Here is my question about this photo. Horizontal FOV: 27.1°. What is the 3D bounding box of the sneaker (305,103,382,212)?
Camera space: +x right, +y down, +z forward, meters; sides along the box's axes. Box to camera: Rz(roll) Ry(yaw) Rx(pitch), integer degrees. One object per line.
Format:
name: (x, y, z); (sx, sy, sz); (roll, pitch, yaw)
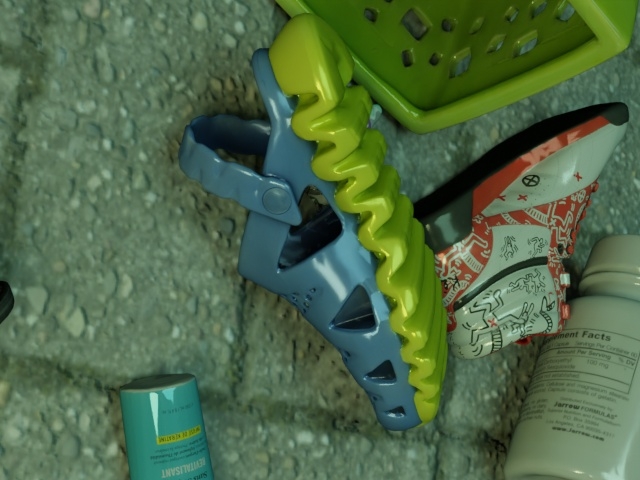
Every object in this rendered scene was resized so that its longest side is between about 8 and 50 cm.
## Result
sneaker: (0.023, -0.059, 1.040); (0.098, 0.038, 0.069); (-39, 108, -25)

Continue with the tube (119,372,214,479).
tube: (-0.096, 0.196, 0.906); (0.080, 0.052, 0.207); (-12, 97, -28)

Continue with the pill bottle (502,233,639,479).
pill bottle: (0.248, 0.117, 1.123); (0.131, 0.131, 0.229); (36, 63, -28)

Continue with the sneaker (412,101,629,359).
sneaker: (0.182, -0.007, 1.121); (0.270, 0.090, 0.145); (-33, 104, -32)

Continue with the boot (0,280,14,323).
boot: (-0.289, -0.036, 0.727); (0.263, 0.091, 0.228); (-14, 93, -57)

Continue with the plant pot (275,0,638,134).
plant pot: (0.110, -0.251, 1.024); (0.228, 0.227, 0.207); (42, 54, -24)

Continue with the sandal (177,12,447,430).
sandal: (0.000, 0.000, 0.966); (0.126, 0.138, 0.317); (-64, 133, -70)
